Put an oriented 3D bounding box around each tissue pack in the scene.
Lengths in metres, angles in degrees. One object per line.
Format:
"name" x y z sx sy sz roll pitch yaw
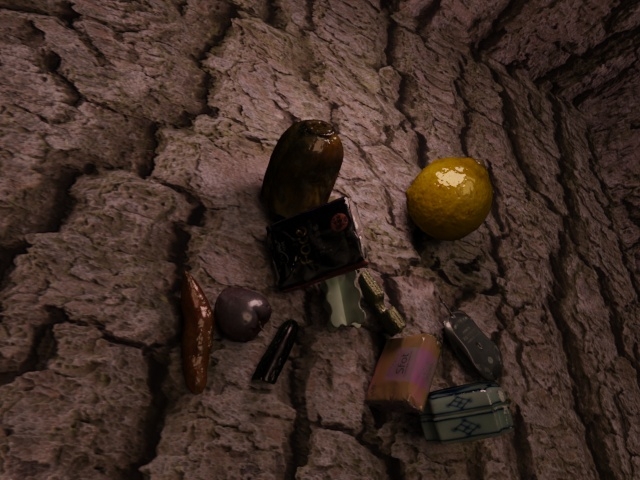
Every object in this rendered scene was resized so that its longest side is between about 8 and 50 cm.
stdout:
"tissue pack" -0.016 0.020 1.471 0.123 0.333 0.244 30 44 -60
"tissue pack" 0.284 0.449 1.492 0.123 0.215 0.256 41 53 -19

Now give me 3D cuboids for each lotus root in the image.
"lotus root" -0.057 -0.252 1.545 0.251 0.346 0.250 16 36 -12

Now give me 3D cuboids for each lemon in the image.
"lemon" 0.544 -0.180 1.855 0.350 0.387 0.349 30 30 -20

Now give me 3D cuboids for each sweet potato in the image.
"sweet potato" -0.357 0.265 1.293 0.106 0.095 0.354 43 34 -66

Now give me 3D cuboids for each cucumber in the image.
"cucumber" -0.130 0.347 1.392 0.074 0.074 0.241 36 52 -9

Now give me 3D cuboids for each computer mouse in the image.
"computer mouse" 0.574 0.388 1.764 0.167 0.090 0.379 -22 73 -36

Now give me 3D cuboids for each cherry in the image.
"cherry" -0.242 0.226 1.350 0.176 0.140 0.176 8 45 -8

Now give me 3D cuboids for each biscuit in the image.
"biscuit" 0.214 0.228 1.593 0.046 0.147 0.250 -29 74 -14

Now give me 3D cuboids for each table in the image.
"table" 0.074 0.205 1.525 0.167 0.166 0.198 2 66 -29

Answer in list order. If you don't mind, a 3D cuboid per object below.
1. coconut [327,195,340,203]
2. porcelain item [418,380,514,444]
"coconut" 0.050 -0.112 1.701 0.122 0.116 0.116 31 54 -18
"porcelain item" 0.474 0.562 1.467 0.286 0.282 0.157 35 42 -67
